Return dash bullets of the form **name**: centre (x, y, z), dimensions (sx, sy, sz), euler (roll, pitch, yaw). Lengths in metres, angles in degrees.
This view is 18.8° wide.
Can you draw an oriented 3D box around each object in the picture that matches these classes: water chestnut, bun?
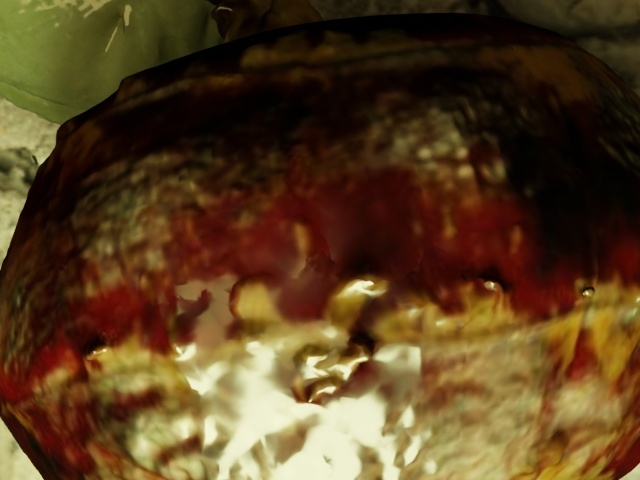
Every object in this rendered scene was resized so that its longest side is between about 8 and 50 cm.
- **water chestnut**: centre (0.000, 0.000, 0.898), dimensions (0.350, 0.350, 0.302), euler (-17, 78, 26)
- **bun**: centre (-0.133, -0.164, 1.000), dimensions (0.221, 0.108, 0.221), euler (7, 110, 18)
